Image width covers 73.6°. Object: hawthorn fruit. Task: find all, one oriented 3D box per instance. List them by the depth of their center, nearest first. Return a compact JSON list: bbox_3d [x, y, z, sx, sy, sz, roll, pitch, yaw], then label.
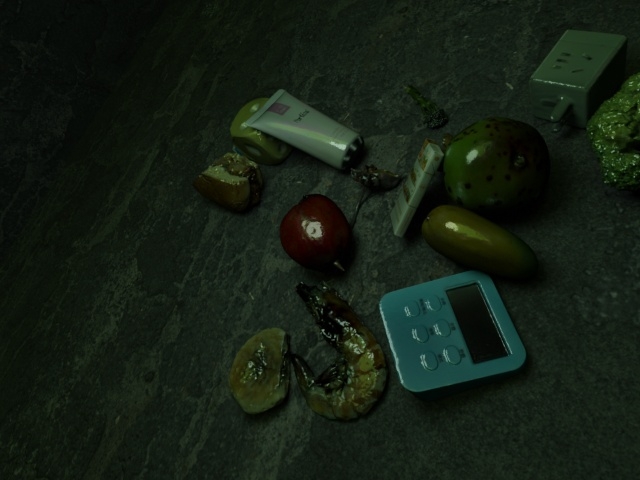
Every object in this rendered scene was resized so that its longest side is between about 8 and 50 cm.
[{"bbox_3d":[0.000,0.000,1.120,0.189,0.189,0.251,-36,56,8],"label":"hawthorn fruit"}]

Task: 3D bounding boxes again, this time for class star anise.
[{"bbox_3d":[0.134,-0.090,1.197,0.148,0.218,0.228,14,112,6],"label":"star anise"}]

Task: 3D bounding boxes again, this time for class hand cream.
[{"bbox_3d":[-0.038,-0.341,1.311,0.358,0.118,0.186,32,69,16],"label":"hand cream"}]

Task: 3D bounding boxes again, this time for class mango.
[{"bbox_3d":[0.336,0.010,0.922,0.251,0.156,0.114,35,86,31],"label":"mango"}]

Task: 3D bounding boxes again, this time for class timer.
[{"bbox_3d":[0.269,0.187,0.895,0.249,0.091,0.232,-23,51,13],"label":"timer"}]

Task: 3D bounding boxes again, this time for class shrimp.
[{"bbox_3d":[0.007,0.258,1.031,0.233,0.071,0.365,-47,54,6],"label":"shrimp"}]

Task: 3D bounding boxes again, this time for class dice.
[{"bbox_3d":[-0.191,-0.374,1.474,0.169,0.166,0.170,14,70,37],"label":"dice"}]

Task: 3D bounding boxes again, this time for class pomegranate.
[{"bbox_3d":[0.391,-0.180,0.985,0.230,0.231,0.286,-26,21,16],"label":"pomegranate"}]

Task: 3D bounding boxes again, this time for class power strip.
[{"bbox_3d":[0.582,-0.354,1.000,0.140,0.139,0.224,34,83,40],"label":"power strip"}]

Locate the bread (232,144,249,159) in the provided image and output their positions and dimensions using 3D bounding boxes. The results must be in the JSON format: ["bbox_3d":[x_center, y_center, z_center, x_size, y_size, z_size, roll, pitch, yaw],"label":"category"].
[{"bbox_3d":[-0.284,-0.347,1.591,0.106,0.053,0.072,41,117,43],"label":"bread"}]

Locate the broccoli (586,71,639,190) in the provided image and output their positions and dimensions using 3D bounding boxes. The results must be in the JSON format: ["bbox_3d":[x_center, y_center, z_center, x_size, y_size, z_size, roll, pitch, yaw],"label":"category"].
[{"bbox_3d":[0.665,-0.207,0.826,0.253,0.186,0.302,-22,46,7],"label":"broccoli"}]

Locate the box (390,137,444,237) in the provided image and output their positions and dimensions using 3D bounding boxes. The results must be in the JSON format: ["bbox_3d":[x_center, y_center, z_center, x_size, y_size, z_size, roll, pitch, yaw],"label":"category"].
[{"bbox_3d":[0.229,-0.128,1.041,0.122,0.032,0.221,-81,11,-62],"label":"box"}]

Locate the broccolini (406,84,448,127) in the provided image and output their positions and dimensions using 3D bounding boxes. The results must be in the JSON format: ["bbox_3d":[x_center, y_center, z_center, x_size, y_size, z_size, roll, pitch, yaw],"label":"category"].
[{"bbox_3d":[0.301,-0.398,1.272,0.067,0.058,0.216,-4,40,-19],"label":"broccolini"}]

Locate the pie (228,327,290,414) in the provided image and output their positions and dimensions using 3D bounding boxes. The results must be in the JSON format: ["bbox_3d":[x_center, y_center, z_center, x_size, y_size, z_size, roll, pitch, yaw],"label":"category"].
[{"bbox_3d":[-0.156,0.332,1.093,0.185,0.052,0.218,-22,50,26],"label":"pie"}]

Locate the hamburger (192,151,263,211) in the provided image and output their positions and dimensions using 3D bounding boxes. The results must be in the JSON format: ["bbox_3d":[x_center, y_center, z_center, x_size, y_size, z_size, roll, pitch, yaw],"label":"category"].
[{"bbox_3d":[-0.309,-0.197,1.446,0.155,0.245,0.282,-42,-1,-31],"label":"hamburger"}]
